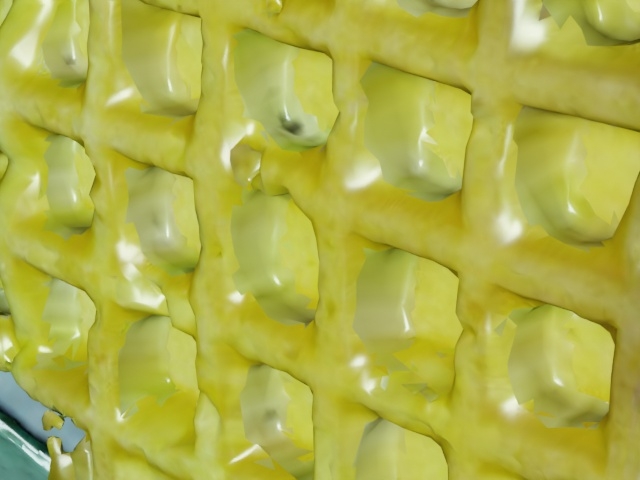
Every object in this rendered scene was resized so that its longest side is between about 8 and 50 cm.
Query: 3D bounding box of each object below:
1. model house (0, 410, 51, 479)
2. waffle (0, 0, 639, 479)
[{"bbox_3d":[-0.159,0.116,0.547,0.148,0.148,0.119,38,108,8],"label":"model house"},{"bbox_3d":[-0.002,0.001,0.478,0.312,0.060,0.307,-24,85,44],"label":"waffle"}]
